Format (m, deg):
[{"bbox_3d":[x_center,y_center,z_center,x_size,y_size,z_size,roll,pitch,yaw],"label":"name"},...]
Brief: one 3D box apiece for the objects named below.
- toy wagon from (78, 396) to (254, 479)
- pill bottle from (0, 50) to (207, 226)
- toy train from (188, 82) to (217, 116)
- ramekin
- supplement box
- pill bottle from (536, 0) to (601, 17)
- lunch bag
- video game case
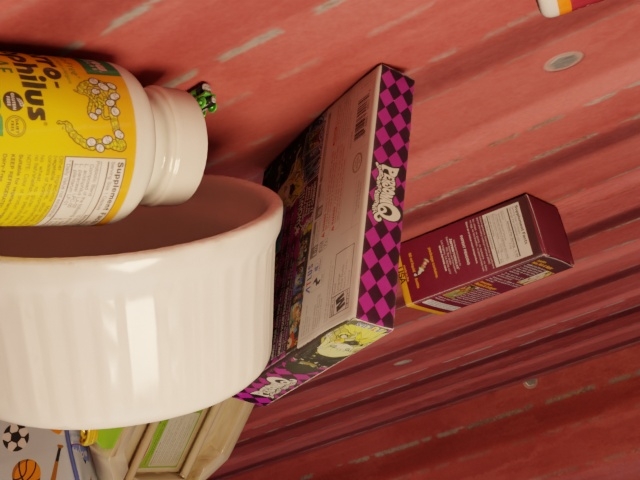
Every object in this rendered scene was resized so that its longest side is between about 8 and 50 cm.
[{"bbox_3d":[-0.201,0.222,1.569,0.068,0.267,0.344,28,-175,31],"label":"toy wagon"},{"bbox_3d":[-0.187,-0.068,0.833,0.208,0.118,0.117,0,158,-38],"label":"pill bottle"},{"bbox_3d":[-0.113,-0.099,0.954,0.083,0.024,0.017,-25,155,33],"label":"toy train"},{"bbox_3d":[-0.163,0.040,0.943,0.277,0.135,0.277,-3,-165,1],"label":"ramekin"},{"bbox_3d":[0.196,0.020,1.474,0.188,0.081,0.104,-23,161,26],"label":"supplement box"},{"bbox_3d":[0.200,-0.204,0.767,0.152,0.086,0.086,-19,162,11],"label":"pill bottle"},{"bbox_3d":[-0.442,0.307,1.597,0.303,0.243,0.115,-17,161,7],"label":"lunch bag"},{"bbox_3d":[0.000,0.000,1.013,0.041,0.232,0.210,20,148,-23],"label":"video game case"}]
